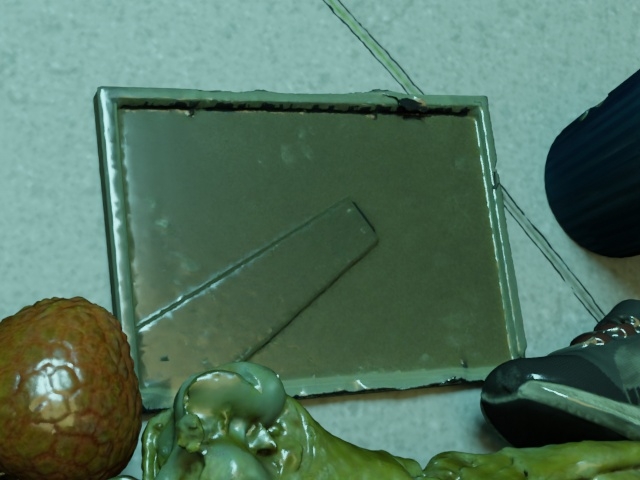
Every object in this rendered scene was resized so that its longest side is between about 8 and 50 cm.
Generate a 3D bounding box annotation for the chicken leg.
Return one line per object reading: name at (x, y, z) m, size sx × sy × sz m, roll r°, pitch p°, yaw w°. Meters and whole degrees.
chicken leg at (0.081, 0.160, 0.673) m, size 0.429 × 0.201 × 0.152 m, roll 21°, pitch 29°, yaw -23°

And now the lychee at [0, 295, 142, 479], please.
lychee at (-0.146, 0.100, 0.653) m, size 0.114 × 0.101 × 0.140 m, roll 22°, pitch 63°, yaw -25°

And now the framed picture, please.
framed picture at (0.000, 0.000, 0.784) m, size 0.281 × 0.019 × 0.208 m, roll -1°, pitch 77°, yaw -22°

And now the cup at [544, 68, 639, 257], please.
cup at (0.254, -0.062, 0.827) m, size 0.177 × 0.155 × 0.131 m, roll -14°, pitch 81°, yaw -26°

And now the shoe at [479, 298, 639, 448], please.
shoe at (0.208, 0.095, 0.805) m, size 0.228 × 0.099 × 0.112 m, roll 17°, pitch 64°, yaw -21°
